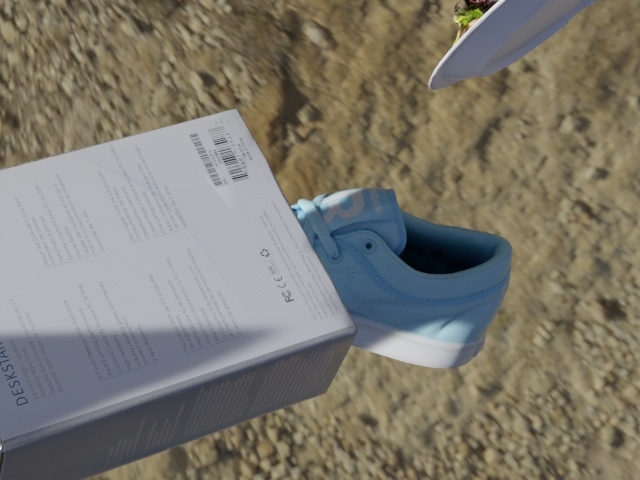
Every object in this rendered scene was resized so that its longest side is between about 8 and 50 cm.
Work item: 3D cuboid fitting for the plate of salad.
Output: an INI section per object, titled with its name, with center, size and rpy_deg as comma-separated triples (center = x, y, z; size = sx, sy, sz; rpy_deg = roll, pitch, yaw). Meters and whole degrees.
[plate of salad]
center = 0.139, -0.162, 0.975
size = 0.200, 0.200, 0.048
rpy_deg = -37, 84, -1

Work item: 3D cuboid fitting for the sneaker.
[sneaker]
center = 0.000, 0.000, 1.414
size = 0.366, 0.135, 0.150
rpy_deg = 11, 125, -21

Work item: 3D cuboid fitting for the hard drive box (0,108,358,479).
[hard drive box]
center = -0.124, 0.036, 0.987
size = 0.232, 0.181, 0.089
rpy_deg = -16, 153, -25
